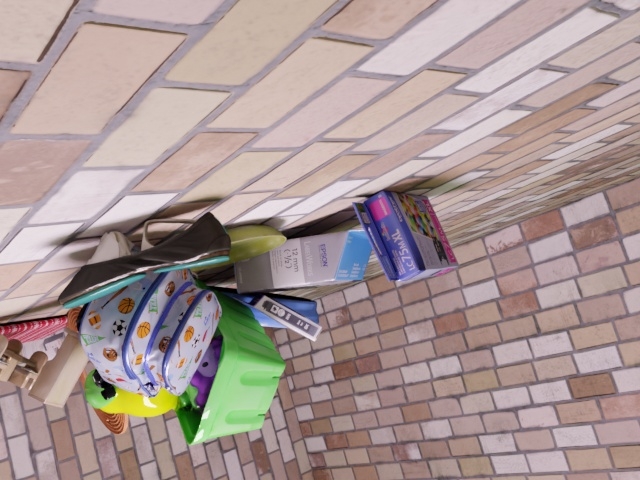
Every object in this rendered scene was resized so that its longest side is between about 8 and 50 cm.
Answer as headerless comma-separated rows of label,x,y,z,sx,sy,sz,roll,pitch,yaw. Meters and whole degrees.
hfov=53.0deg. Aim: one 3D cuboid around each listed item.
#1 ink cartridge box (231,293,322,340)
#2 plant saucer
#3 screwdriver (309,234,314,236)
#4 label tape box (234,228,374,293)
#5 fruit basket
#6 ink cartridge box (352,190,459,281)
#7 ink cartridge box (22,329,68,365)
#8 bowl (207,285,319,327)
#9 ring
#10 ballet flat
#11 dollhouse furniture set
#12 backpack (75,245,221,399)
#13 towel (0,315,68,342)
ink cartridge box,-0.108,0.166,1.519,0.208,0.045,0.206,29,172,-7
plant saucer,-0.190,0.012,1.318,0.240,0.037,0.241,-16,172,-2
screwdriver,0.000,0.000,1.650,0.025,0.024,0.170,12,175,12
label tape box,0.005,0.052,1.512,0.347,0.115,0.249,-7,174,17
fruit basket,-0.311,0.262,1.411,0.391,0.283,0.392,21,-168,-4
ink cartridge box,0.192,-0.011,1.386,0.065,0.186,0.311,-30,166,29
ink cartridge box,-0.744,0.300,1.905,0.217,0.092,0.158,-17,172,14
bowl,-0.194,0.182,1.801,0.390,0.077,0.391,7,177,0
ring,-0.551,0.322,1.606,0.032,0.337,0.336,-18,174,-36
ballet flat,-0.281,0.023,1.014,0.280,0.096,0.095,-17,176,-6
dollhouse furniture set,-0.662,0.248,1.451,0.241,0.161,0.212,22,162,9
backpack,-0.313,0.148,1.174,0.213,0.277,0.263,11,153,15
towel,-0.781,0.238,1.654,0.198,0.031,0.274,-24,171,29
